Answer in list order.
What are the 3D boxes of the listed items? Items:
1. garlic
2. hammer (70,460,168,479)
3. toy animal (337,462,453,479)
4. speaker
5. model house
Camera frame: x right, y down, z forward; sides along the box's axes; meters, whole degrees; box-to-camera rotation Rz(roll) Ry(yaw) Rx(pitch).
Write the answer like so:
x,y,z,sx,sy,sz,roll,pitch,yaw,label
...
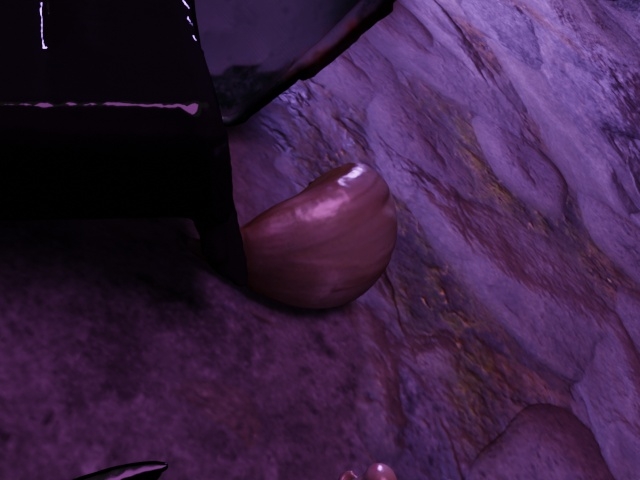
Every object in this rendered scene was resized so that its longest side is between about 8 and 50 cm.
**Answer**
x,y,z,sx,sy,sz,roll,pitch,yaw,label
0.003,-0.008,0.697,0.206,0.115,0.128,-22,75,-49,garlic
-0.004,0.282,0.434,0.427,0.044,0.152,41,57,-13,hammer
0.046,0.190,0.558,0.082,0.091,0.114,35,35,15,toy animal
-0.227,-0.071,0.511,0.388,0.184,0.180,0,49,-19,speaker
-0.055,-0.275,0.840,0.184,0.253,0.291,47,16,-16,model house
